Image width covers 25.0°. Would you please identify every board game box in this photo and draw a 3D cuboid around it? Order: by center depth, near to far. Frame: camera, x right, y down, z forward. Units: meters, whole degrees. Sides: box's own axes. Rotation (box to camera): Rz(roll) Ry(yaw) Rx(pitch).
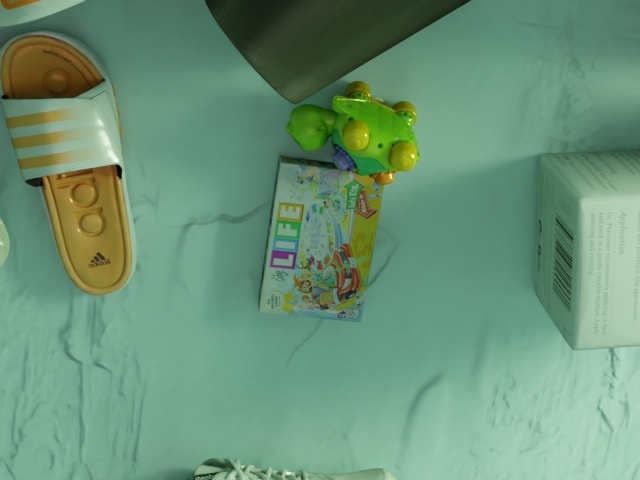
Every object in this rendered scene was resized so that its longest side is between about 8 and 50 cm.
[{"bbox_3d":[0.000,0.000,1.402,0.103,0.026,0.154,6,108,-8],"label":"board game box"}]

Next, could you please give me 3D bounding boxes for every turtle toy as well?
[{"bbox_3d":[0.033,-0.098,1.347,0.130,0.095,0.066,22,126,-12],"label":"turtle toy"}]

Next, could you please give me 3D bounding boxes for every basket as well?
[{"bbox_3d":[0.024,-0.238,1.263,0.227,0.154,0.204,-40,107,11],"label":"basket"}]

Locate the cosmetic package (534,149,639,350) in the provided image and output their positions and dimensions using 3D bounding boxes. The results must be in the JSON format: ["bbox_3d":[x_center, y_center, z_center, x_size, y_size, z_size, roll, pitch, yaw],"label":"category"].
[{"bbox_3d":[0.311,0.004,1.374,0.183,0.151,0.151,-2,110,-5],"label":"cosmetic package"}]

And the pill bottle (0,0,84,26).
[{"bbox_3d":[-0.269,-0.302,1.217,0.121,0.121,0.221,-17,110,-1],"label":"pill bottle"}]

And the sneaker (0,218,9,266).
[{"bbox_3d":[-0.358,-0.026,1.341,0.058,0.084,0.152,-60,142,-13],"label":"sneaker"}]

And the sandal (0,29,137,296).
[{"bbox_3d":[-0.223,-0.063,1.328,0.101,0.076,0.265,-15,110,-2],"label":"sandal"}]

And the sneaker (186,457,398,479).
[{"bbox_3d":[-0.063,0.272,1.453,0.292,0.110,0.118,-15,101,-2],"label":"sneaker"}]
